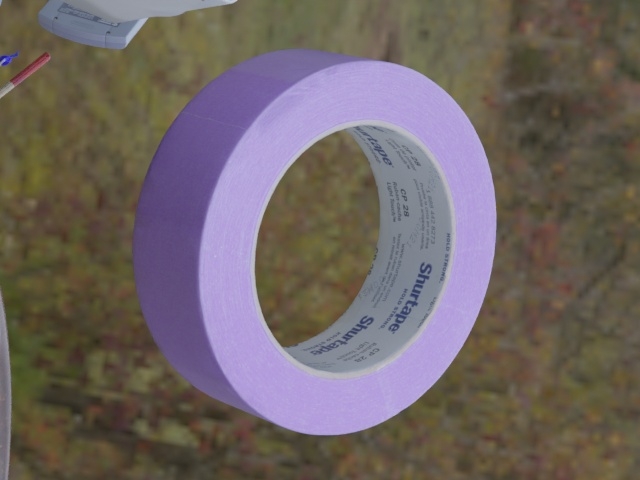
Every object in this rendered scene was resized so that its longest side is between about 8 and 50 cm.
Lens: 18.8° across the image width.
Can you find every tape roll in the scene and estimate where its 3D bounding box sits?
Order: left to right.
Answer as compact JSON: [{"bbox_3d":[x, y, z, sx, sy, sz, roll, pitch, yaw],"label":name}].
[{"bbox_3d":[0.000,0.000,1.422,0.274,0.090,0.275,-10,106,-36],"label":"tape roll"}]

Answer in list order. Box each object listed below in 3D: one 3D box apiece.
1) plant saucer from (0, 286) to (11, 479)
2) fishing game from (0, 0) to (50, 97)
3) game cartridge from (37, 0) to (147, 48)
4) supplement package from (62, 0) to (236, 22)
[{"bbox_3d":[-0.158,0.090,0.581,0.310,0.050,0.311,6,90,-79],"label":"plant saucer"},{"bbox_3d":[-0.348,-0.210,1.572,0.189,0.041,0.264,-45,108,-30],"label":"fishing game"},{"bbox_3d":[-0.194,-0.187,1.639,0.056,0.083,0.017,-58,159,-49],"label":"game cartridge"},{"bbox_3d":[-0.118,-0.303,1.183,0.175,0.177,0.293,21,80,-29],"label":"supplement package"}]
